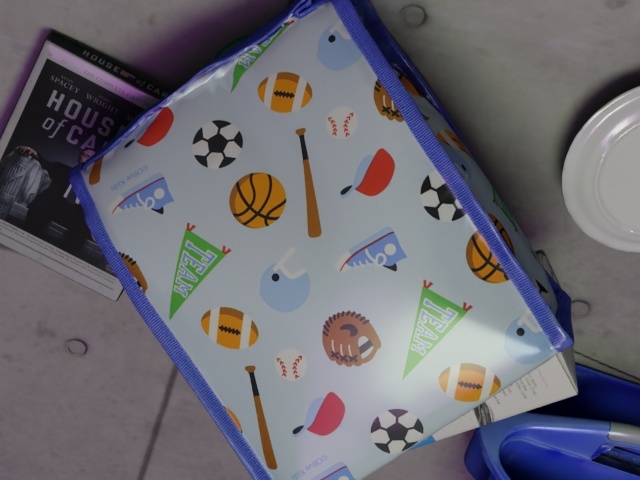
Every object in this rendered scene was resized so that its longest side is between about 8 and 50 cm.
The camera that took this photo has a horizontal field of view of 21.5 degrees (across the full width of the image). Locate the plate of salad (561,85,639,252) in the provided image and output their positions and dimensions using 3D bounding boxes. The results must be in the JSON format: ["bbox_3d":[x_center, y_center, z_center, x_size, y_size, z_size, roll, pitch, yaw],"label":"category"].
[{"bbox_3d":[0.330,-0.075,1.635,0.199,0.048,0.200,-5,125,-6],"label":"plate of salad"}]

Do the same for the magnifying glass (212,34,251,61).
[{"bbox_3d":[-0.106,-0.117,1.647,0.092,0.026,0.231,39,117,-22],"label":"magnifying glass"}]

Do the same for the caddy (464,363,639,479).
[{"bbox_3d":[0.307,0.256,1.763,0.341,0.241,0.179,18,132,-10],"label":"caddy"}]

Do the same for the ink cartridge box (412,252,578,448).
[{"bbox_3d":[0.153,0.115,1.721,0.203,0.148,0.086,-19,123,18],"label":"ink cartridge box"}]

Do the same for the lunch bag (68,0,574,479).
[{"bbox_3d":[0.000,0.000,1.555,0.328,0.239,0.385,-35,95,10],"label":"lunch bag"}]

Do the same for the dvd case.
[{"bbox_3d":[-0.232,-0.068,1.666,0.179,0.029,0.239,28,122,-6],"label":"dvd case"}]
